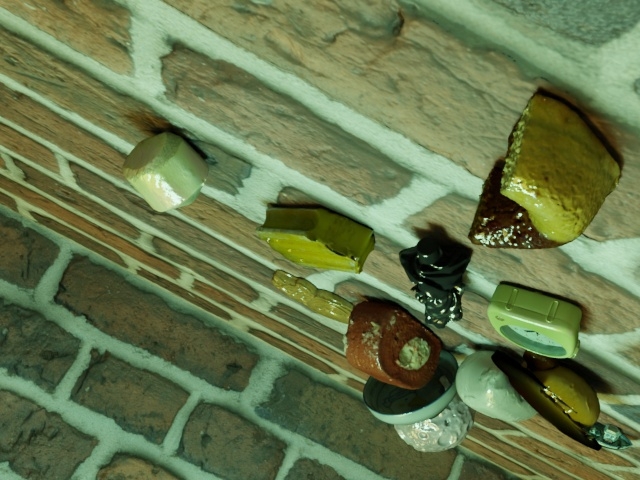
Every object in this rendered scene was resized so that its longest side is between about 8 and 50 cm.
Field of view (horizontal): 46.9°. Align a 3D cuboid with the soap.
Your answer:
[{"bbox_3d":[0.000,0.000,1.546,0.160,0.080,0.257,38,159,-35],"label":"soap"}]

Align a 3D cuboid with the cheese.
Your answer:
[{"bbox_3d":[0.426,0.355,1.820,0.198,0.154,0.189,33,159,-31],"label":"cheese"}]

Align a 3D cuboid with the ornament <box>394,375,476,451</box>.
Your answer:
[{"bbox_3d":[0.333,0.489,2.182,0.259,0.259,0.225,23,123,11],"label":"ornament"}]

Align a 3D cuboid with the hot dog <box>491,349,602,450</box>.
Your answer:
[{"bbox_3d":[0.541,0.331,1.665,0.194,0.107,0.326,22,159,51],"label":"hot dog"}]

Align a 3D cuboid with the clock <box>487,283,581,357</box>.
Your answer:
[{"bbox_3d":[0.427,0.171,1.446,0.170,0.069,0.232,16,161,29],"label":"clock"}]

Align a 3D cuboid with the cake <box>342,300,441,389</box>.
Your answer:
[{"bbox_3d":[0.182,0.280,1.920,0.151,0.177,0.283,8,156,46],"label":"cake"}]

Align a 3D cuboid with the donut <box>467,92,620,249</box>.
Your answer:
[{"bbox_3d":[0.285,-0.050,0.954,0.151,0.112,0.295,27,164,7],"label":"donut"}]

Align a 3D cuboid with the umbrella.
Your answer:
[{"bbox_3d":[0.223,0.072,1.411,0.122,0.110,0.272,19,156,24],"label":"umbrella"}]

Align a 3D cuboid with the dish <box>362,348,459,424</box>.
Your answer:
[{"bbox_3d":[0.266,0.426,2.012,0.273,0.273,0.134,4,128,51],"label":"dish"}]

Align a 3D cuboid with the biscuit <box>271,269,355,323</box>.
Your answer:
[{"bbox_3d":[-0.011,0.171,2.115,0.288,0.044,0.202,28,163,-10],"label":"biscuit"}]

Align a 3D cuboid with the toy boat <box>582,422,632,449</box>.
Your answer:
[{"bbox_3d":[0.765,0.519,1.978,0.140,0.059,0.066,21,135,21],"label":"toy boat"}]

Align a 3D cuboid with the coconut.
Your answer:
[{"bbox_3d":[-0.308,-0.133,1.506,0.147,0.147,0.153,7,147,47],"label":"coconut"}]
